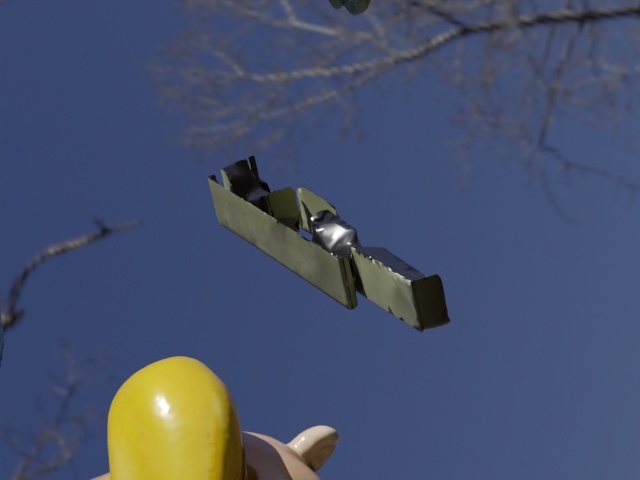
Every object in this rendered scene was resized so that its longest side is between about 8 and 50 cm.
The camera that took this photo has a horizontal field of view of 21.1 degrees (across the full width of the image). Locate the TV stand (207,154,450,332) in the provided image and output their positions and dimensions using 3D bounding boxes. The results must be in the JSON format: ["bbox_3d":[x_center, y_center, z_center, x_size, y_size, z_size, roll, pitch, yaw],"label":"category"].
[{"bbox_3d":[0.000,0.000,1.029,0.042,0.249,0.036,-20,-65,-22],"label":"TV stand"}]

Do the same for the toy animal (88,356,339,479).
[{"bbox_3d":[-0.108,0.302,1.479,0.247,0.277,0.345,31,-79,-37],"label":"toy animal"}]

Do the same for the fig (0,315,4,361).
[{"bbox_3d":[-0.189,0.052,0.728,0.117,0.177,0.117,-1,-84,-13],"label":"fig"}]

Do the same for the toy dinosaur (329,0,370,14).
[{"bbox_3d":[-0.030,-0.158,0.557,0.044,0.106,0.187,-7,-92,-31],"label":"toy dinosaur"}]
